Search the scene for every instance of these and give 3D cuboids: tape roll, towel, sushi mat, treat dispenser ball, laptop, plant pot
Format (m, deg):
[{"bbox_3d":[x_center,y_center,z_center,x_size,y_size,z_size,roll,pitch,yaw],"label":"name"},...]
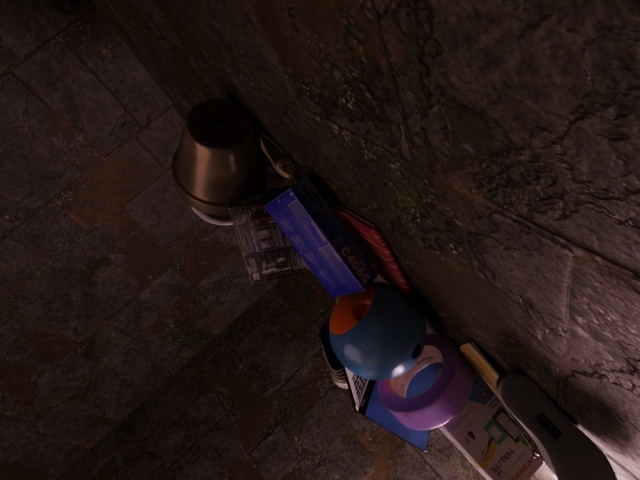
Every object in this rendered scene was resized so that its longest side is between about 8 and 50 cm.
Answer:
[{"bbox_3d":[0.307,0.413,1.232,0.090,0.275,0.275,48,172,-19],"label":"tape roll"},{"bbox_3d":[0.146,0.027,1.151,0.199,0.031,0.275,36,166,52],"label":"towel"},{"bbox_3d":[0.475,0.395,1.060,0.316,0.019,0.151,53,175,21],"label":"sushi mat"},{"bbox_3d":[0.169,0.268,1.238,0.288,0.288,0.288,47,172,9],"label":"treat dispenser ball"},{"bbox_3d":[0.279,0.444,1.489,0.236,0.382,0.407,1,123,26],"label":"laptop"},{"bbox_3d":[-0.314,-0.280,1.315,0.323,0.323,0.280,47,155,10],"label":"plant pot"}]

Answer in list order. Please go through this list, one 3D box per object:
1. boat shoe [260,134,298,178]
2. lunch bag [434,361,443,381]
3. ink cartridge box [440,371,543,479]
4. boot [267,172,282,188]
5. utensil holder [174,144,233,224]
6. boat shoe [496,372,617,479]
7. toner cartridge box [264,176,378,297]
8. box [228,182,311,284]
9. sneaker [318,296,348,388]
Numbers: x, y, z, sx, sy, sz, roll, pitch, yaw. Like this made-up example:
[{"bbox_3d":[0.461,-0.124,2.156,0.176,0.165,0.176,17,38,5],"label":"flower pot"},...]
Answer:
[{"bbox_3d":[-0.123,-0.245,1.208,0.153,0.056,0.048,54,178,12],"label":"boat shoe"},{"bbox_3d":[0.404,0.416,1.315,0.065,0.067,0.098,-74,-9,-56],"label":"lunch bag"},{"bbox_3d":[0.496,0.565,1.242,0.270,0.198,0.197,45,171,13],"label":"ink cartridge box"},{"bbox_3d":[-0.249,-0.282,1.542,0.077,0.213,0.165,-48,44,52],"label":"boot"},{"bbox_3d":[-0.446,-0.284,1.771,0.327,0.328,0.385,54,171,-36],"label":"utensil holder"},{"bbox_3d":[0.500,0.430,0.904,0.306,0.113,0.105,48,179,20],"label":"boat shoe"},{"bbox_3d":[0.000,0.000,1.190,0.347,0.075,0.165,54,144,-10],"label":"toner cartridge box"},{"bbox_3d":[-0.144,-0.017,1.357,0.076,0.243,0.307,-108,6,-57],"label":"box"},{"bbox_3d":[0.108,0.293,1.542,0.169,0.447,0.257,-1,145,14],"label":"sneaker"}]
